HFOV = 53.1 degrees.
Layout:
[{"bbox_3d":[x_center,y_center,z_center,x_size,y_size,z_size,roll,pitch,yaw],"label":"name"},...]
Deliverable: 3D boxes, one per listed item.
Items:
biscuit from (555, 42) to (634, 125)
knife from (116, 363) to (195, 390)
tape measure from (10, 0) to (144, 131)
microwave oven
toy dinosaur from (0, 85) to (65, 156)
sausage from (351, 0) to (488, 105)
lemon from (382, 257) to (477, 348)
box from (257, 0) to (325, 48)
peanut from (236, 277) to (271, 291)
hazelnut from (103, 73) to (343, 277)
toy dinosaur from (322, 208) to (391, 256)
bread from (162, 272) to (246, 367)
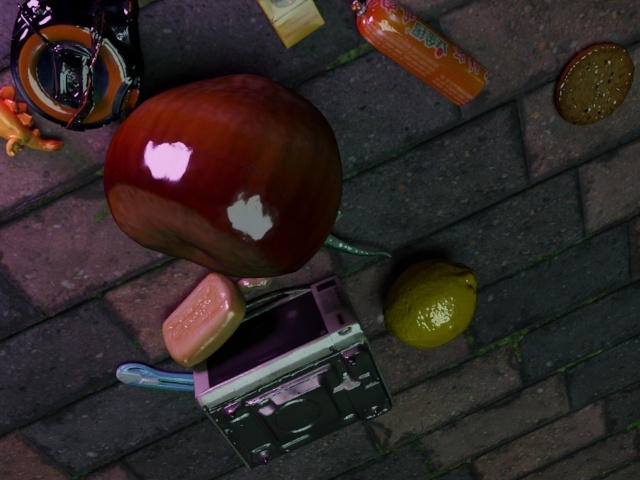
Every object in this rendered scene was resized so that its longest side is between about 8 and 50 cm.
[{"bbox_3d":[0.600,-0.340,1.408,0.187,0.027,0.188,-10,127,-13],"label":"biscuit"},{"bbox_3d":[-0.385,0.337,1.558,0.222,0.031,0.064,15,114,-27],"label":"knife"},{"bbox_3d":[-0.386,-0.287,1.030,0.202,0.135,0.223,4,119,-8],"label":"tape measure"},{"bbox_3d":[-0.065,0.317,1.516,0.394,0.247,0.333,-25,127,-1],"label":"microwave oven"},{"bbox_3d":[-0.572,-0.221,1.080,0.288,0.070,0.117,19,106,-33],"label":"toy dinosaur"},{"bbox_3d":[0.182,-0.366,1.210,0.312,0.093,0.093,25,113,-31],"label":"sausage"},{"bbox_3d":[0.263,0.149,1.533,0.260,0.204,0.204,-39,127,16],"label":"lemon"},{"bbox_3d":[-0.064,-0.426,1.129,0.087,0.023,0.155,-30,128,7],"label":"box"},{"bbox_3d":[-0.152,0.096,1.464,0.083,0.037,0.037,-7,126,-8],"label":"peanut"},{"bbox_3d":[-0.156,-0.105,1.100,0.359,0.409,0.359,-43,145,-41],"label":"hazelnut"},{"bbox_3d":[0.023,-0.035,1.402,0.383,0.076,0.129,16,128,-19],"label":"toy dinosaur"},{"bbox_3d":[-0.252,0.178,1.424,0.217,0.147,0.098,-41,148,13],"label":"bread"}]
